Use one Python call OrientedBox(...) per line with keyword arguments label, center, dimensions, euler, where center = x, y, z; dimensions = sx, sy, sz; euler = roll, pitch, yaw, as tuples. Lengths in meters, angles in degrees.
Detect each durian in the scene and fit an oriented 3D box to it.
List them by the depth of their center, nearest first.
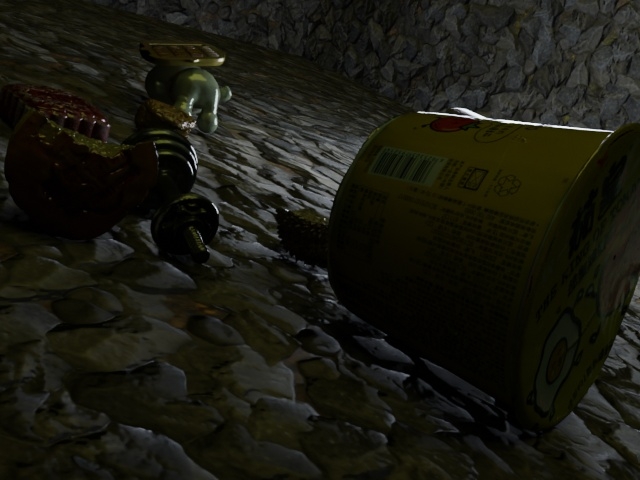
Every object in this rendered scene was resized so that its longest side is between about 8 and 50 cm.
OrientedBox(label="durian", center=(0.001, 0.001, 1.076), dimensions=(0.140, 0.071, 0.110), euler=(14, 7, 29))

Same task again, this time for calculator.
OrientedBox(label="calculator", center=(-0.271, -0.361, 1.630), dimensions=(0.157, 0.033, 0.236), euler=(-3, 20, -18))

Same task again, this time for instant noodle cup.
OrientedBox(label="instant noodle cup", center=(0.177, 0.007, 0.898), dimensions=(0.254, 0.325, 0.325), euler=(20, 14, 34))

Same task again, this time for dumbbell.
OrientedBox(label="dumbbell", center=(-0.173, -0.047, 0.988), dimensions=(0.110, 0.110, 0.254), euler=(10, 25, -32))

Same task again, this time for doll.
OrientedBox(label="doll", center=(-0.261, -0.296, 1.636), dimensions=(0.155, 0.113, 0.275), euler=(5, 21, -23))

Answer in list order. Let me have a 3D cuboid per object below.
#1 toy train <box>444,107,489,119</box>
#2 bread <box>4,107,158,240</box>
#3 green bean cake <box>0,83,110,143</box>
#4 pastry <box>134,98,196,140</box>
OrientedBox(label="toy train", center=(0.284, -0.069, 1.364), dimensions=(0.304, 0.221, 0.150), euler=(34, 19, 36))
OrientedBox(label="bread", center=(-0.262, -0.067, 0.902), dimensions=(0.156, 0.125, 0.086), euler=(13, 10, -27))
OrientedBox(label="green bean cake", center=(-0.394, -0.187, 1.240), dimensions=(0.135, 0.056, 0.136), euler=(2, 24, -43))
OrientedBox(label="pastry", center=(-0.268, -0.202, 1.442), dimensions=(0.097, 0.057, 0.109), euler=(16, 18, -33))
